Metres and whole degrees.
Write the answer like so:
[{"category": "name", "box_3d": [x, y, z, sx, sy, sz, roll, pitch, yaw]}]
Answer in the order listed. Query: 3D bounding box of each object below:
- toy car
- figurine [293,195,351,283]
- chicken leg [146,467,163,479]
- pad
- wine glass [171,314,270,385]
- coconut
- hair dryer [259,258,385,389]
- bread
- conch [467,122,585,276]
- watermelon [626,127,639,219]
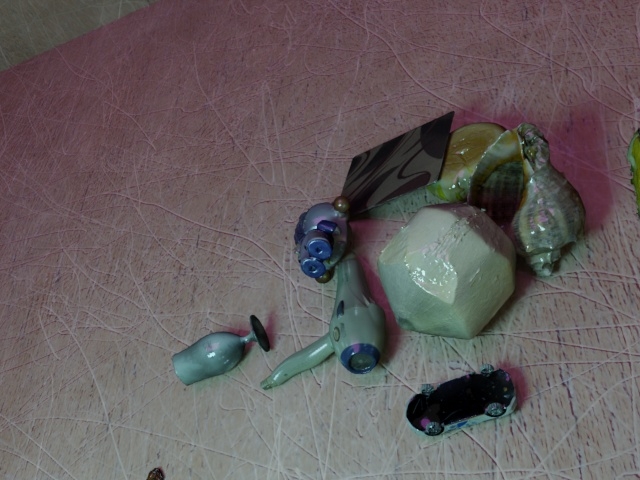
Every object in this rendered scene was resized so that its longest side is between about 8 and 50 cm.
[{"category": "toy car", "box_3d": [0.249, 0.290, 1.464, 0.205, 0.056, 0.095, -23, 43, 18]}, {"category": "figurine", "box_3d": [-0.003, 0.011, 1.784, 0.133, 0.194, 0.274, 15, 37, 4]}, {"category": "chicken leg", "box_3d": [-0.336, 0.501, 1.675, 0.036, 0.021, 0.083, -23, 43, 0]}, {"category": "pad", "box_3d": [0.163, -0.167, 1.896, 0.330, 0.004, 0.220, -21, 40, 43]}, {"category": "wine glass", "box_3d": [-0.218, 0.242, 1.782, 0.202, 0.093, 0.093, -24, 43, 8]}, {"category": "coconut", "box_3d": [0.228, 0.064, 1.548, 0.247, 0.245, 0.245, -46, 43, -15]}, {"category": "hair dryer", "box_3d": [0.018, 0.165, 1.714, 0.298, 0.119, 0.296, -19, 36, 35]}, {"category": "bread", "box_3d": [0.327, -0.167, 1.795, 0.213, 0.105, 0.213, -23, 43, 23]}, {"category": "conch", "box_3d": [0.415, -0.072, 1.609, 0.210, 0.159, 0.291, -12, 72, 48]}, {"category": "watermelon", "box_3d": [0.638, -0.073, 1.492, 0.123, 0.129, 0.301, -23, 49, 17]}]
